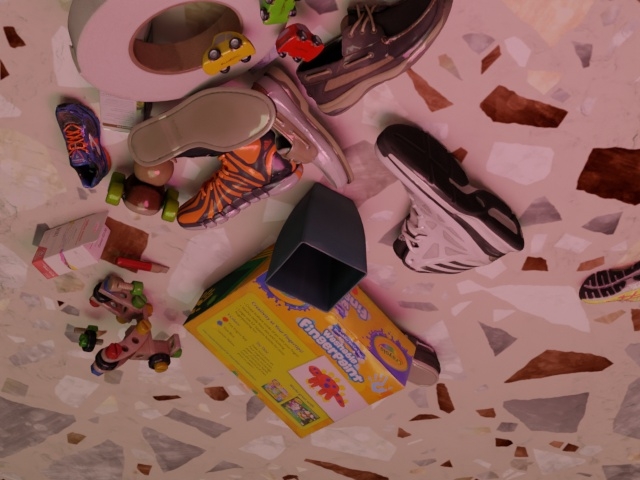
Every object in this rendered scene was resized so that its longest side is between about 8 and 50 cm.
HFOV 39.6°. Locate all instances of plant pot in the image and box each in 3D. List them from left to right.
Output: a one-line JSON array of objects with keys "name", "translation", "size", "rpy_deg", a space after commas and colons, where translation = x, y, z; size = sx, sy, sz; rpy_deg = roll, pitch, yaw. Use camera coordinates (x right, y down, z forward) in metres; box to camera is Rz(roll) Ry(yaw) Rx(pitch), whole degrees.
[{"name": "plant pot", "translation": [0.000, 0.000, 1.973], "size": [0.165, 0.234, 0.165], "rpy_deg": [27, 133, -19]}]

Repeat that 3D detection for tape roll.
[{"name": "tape roll", "translation": [-0.246, -0.381, 1.559], "size": [0.391, 0.072, 0.392], "rpy_deg": [-19, 161, -7]}]

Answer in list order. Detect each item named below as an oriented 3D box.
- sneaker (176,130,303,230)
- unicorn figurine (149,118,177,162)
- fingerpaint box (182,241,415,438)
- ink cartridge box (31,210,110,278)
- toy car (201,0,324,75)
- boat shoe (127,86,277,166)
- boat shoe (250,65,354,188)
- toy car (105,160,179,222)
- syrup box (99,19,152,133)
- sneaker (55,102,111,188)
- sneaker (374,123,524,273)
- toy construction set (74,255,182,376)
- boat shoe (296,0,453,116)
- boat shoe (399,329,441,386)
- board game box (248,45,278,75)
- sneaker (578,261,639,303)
[{"name": "sneaker", "translation": [-0.212, -0.153, 1.940], "size": [0.321, 0.125, 0.180], "rpy_deg": [-27, 124, 16]}, {"name": "unicorn figurine", "translation": [-0.315, -0.227, 1.893], "size": [0.161, 0.111, 0.060], "rpy_deg": [-20, 166, -3]}, {"name": "fingerpaint box", "translation": [-0.049, 0.238, 2.211], "size": [0.371, 0.163, 0.445], "rpy_deg": [-34, 109, 34]}, {"name": "ink cartridge box", "translation": [-0.583, 0.010, 2.134], "size": [0.198, 0.115, 0.067], "rpy_deg": [-17, 130, 23]}, {"name": "toy car", "translation": [-0.086, -0.381, 1.537], "size": [0.239, 0.053, 0.225], "rpy_deg": [-14, 159, -24]}, {"name": "boat shoe", "translation": [-0.218, -0.227, 1.757], "size": [0.340, 0.113, 0.127], "rpy_deg": [-18, 98, 28]}, {"name": "boat shoe", "translation": [-0.047, -0.211, 1.831], "size": [0.103, 0.113, 0.302], "rpy_deg": [-43, 116, -9]}, {"name": "toy car", "translation": [-0.371, -0.158, 1.962], "size": [0.155, 0.149, 0.189], "rpy_deg": [17, 106, -16]}, {"name": "syrup box", "translation": [-0.389, -0.334, 1.778], "size": [0.096, 0.093, 0.237], "rpy_deg": [8, 136, -2]}, {"name": "sneaker", "translation": [-0.515, -0.204, 1.929], "size": [0.083, 0.087, 0.221], "rpy_deg": [-6, 135, 12]}, {"name": "sneaker", "translation": [0.219, -0.051, 1.942], "size": [0.257, 0.169, 0.447], "rpy_deg": [-33, 126, 31]}, {"name": "toy construction set", "translation": [-0.457, 0.199, 2.285], "size": [0.237, 0.257, 0.309], "rpy_deg": [12, 115, -31]}, {"name": "boat shoe", "translation": [0.090, -0.368, 1.663], "size": [0.130, 0.132, 0.355], "rpy_deg": [35, 128, -27]}, {"name": "boat shoe", "translation": [0.175, 0.275, 2.351], "size": [0.335, 0.096, 0.112], "rpy_deg": [32, 127, -17]}, {"name": "board game box", "translation": [-0.133, -0.382, 1.752], "size": [0.090, 0.020, 0.090], "rpy_deg": [-30, 125, 31]}, {"name": "sneaker", "translation": [0.725, 0.118, 2.122], "size": [0.208, 0.082, 0.094], "rpy_deg": [-16, 134, 21]}]
